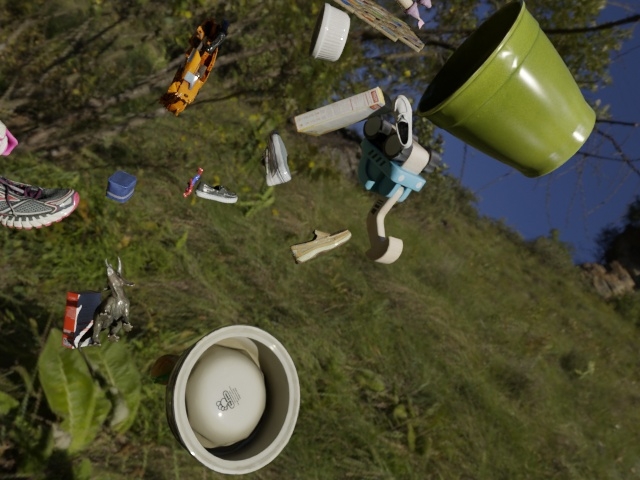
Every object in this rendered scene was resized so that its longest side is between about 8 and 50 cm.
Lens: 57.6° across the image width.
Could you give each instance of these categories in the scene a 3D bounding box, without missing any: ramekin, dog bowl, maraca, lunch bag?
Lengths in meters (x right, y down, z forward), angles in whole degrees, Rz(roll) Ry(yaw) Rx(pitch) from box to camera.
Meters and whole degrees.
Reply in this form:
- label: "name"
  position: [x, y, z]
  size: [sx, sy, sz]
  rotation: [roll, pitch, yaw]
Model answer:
- label: "ramekin"
  position: [0.035, -0.785, 2.223]
  size: [0.207, 0.108, 0.207]
  rotation: [-167, -90, -78]
- label: "dog bowl"
  position: [-0.263, 0.451, 1.679]
  size: [0.150, 0.407, 0.408]
  rotation: [-18, -85, 50]
- label: "maraca"
  position: [-0.503, 0.433, 1.934]
  size: [0.099, 0.127, 0.185]
  rotation: [66, -14, -8]
- label: "lunch bag"
  position: [-0.604, -0.161, 1.766]
  size: [0.098, 0.067, 0.065]
  rotation: [-71, -175, -62]

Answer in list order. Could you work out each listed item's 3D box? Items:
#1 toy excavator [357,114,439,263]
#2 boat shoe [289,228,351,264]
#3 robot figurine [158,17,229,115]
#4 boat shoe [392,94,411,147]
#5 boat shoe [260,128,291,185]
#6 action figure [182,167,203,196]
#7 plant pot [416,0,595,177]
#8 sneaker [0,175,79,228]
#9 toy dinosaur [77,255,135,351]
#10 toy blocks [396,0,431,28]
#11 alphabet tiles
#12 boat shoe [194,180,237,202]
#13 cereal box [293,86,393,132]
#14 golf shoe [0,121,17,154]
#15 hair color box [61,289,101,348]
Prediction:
- label: "toy excavator"
  position: [0.257, -0.193, 2.244]
  size: [0.445, 0.222, 0.433]
  rotation: [-56, -134, 22]
- label: "boat shoe"
  position: [0.000, 0.000, 1.692]
  size: [0.072, 0.189, 0.068]
  rotation: [66, -20, -6]
- label: "robot figurine"
  position: [-0.353, -0.506, 1.657]
  size: [0.085, 0.291, 0.211]
  rotation: [28, -17, -24]
- label: "boat shoe"
  position: [0.284, -0.414, 2.023]
  size: [0.063, 0.066, 0.184]
  rotation: [-22, 111, -80]
- label: "boat shoe"
  position: [-0.142, -0.246, 1.705]
  size: [0.226, 0.075, 0.083]
  rotation: [-102, 168, -49]
- label: "action figure"
  position: [-0.430, -0.191, 1.946]
  size: [0.030, 0.115, 0.038]
  rotation: [30, -29, -19]
- label: "plant pot"
  position: [0.504, -0.358, 1.521]
  size: [0.353, 0.367, 0.366]
  rotation: [38, -7, -12]
- label: "sneaker"
  position: [-0.678, -0.096, 1.251]
  size: [0.121, 0.298, 0.112]
  rotation: [-108, -158, -61]
- label: "toy dinosaur"
  position: [-0.618, 0.217, 1.715]
  size: [0.314, 0.120, 0.160]
  rotation: [-58, -154, 30]
- label: "toy blocks"
  position: [0.313, -0.940, 2.097]
  size: [0.260, 0.289, 0.308]
  rotation: [40, -29, -25]
- label: "alphabet tiles"
  position: [0.110, -0.569, 1.428]
  size: [0.342, 0.011, 0.285]
  rotation: [33, 30, -1]
- label: "boat shoe"
  position: [-0.296, -0.140, 1.687]
  size: [0.049, 0.142, 0.040]
  rotation: [40, -67, 40]
- label: "cereal box"
  position: [0.066, -0.343, 1.575]
  size: [0.173, 0.240, 0.048]
  rotation: [-16, 90, -73]
- label: "golf shoe"
  position: [-0.808, -0.268, 1.366]
  size: [0.140, 0.115, 0.306]
  rotation: [39, -1, -11]
- label: "hair color box"
  position: [-0.740, 0.242, 1.806]
  size: [0.093, 0.053, 0.168]
  rotation: [2, 96, -64]
